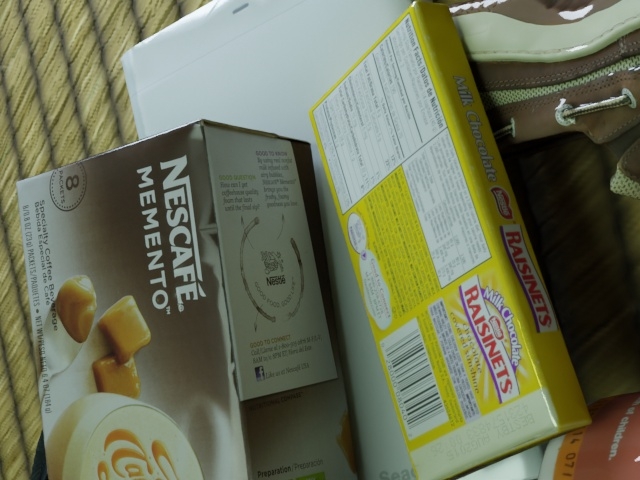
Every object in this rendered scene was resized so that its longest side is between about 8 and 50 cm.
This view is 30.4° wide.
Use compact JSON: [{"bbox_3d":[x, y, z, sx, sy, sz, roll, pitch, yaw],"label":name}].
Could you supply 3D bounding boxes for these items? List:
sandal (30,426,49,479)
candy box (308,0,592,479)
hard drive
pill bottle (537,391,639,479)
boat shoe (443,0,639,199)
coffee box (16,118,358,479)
[{"bbox_3d":[-0.108,0.156,0.801,0.445,0.107,0.168,-27,79,45],"label":"sandal"},{"bbox_3d":[0.053,0.003,0.553,0.105,0.027,0.206,-37,62,49],"label":"candy box"},{"bbox_3d":[0.000,0.000,0.660,0.203,0.040,0.308,-22,76,32],"label":"hard drive"},{"bbox_3d":[0.201,0.108,0.459,0.216,0.121,0.121,-20,83,47],"label":"pill bottle"},{"bbox_3d":[0.151,-0.065,0.505,0.257,0.095,0.095,7,102,58],"label":"boat shoe"},{"bbox_3d":[-0.067,0.076,0.616,0.141,0.098,0.247,-12,81,33],"label":"coffee box"}]
